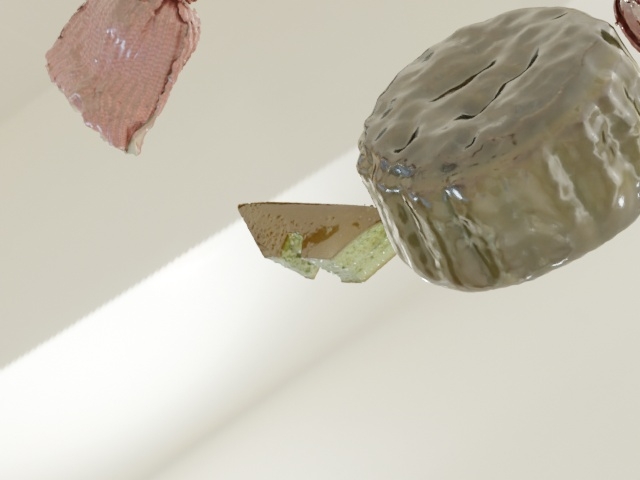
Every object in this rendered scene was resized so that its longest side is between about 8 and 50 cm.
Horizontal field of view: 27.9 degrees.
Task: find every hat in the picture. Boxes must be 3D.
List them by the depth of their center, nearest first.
[{"bbox_3d":[-0.242,-0.280,1.740,0.237,0.107,0.286,45,-72,26],"label":"hat"}]

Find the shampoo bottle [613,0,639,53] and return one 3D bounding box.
[{"bbox_3d":[0.440,-0.338,1.399,0.314,0.118,0.076,-50,-133,-8],"label":"shampoo bottle"}]

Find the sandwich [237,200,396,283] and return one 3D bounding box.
[{"bbox_3d":[0.000,0.000,1.585,0.244,0.090,0.088,5,-100,37],"label":"sandwich"}]

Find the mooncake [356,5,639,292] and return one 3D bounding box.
[{"bbox_3d":[0.178,-0.093,1.231,0.290,0.161,0.290,-24,-151,14],"label":"mooncake"}]
